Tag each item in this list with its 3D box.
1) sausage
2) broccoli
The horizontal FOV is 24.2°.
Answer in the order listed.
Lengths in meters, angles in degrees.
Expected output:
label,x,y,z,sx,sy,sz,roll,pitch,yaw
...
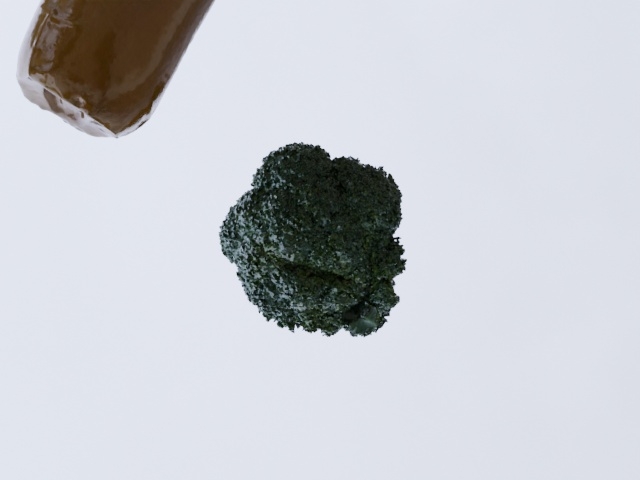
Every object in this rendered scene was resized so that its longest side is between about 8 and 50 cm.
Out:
label,x,y,z,sx,sy,sz,roll,pitch,yaw
sausage,-0.134,-0.258,1.256,0.134,0.116,0.354,30,-103,-17
broccoli,0.000,0.000,1.414,0.156,0.195,0.195,3,-97,-62
